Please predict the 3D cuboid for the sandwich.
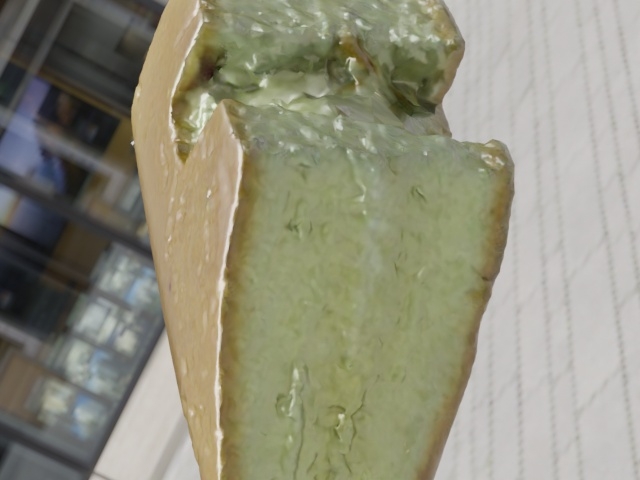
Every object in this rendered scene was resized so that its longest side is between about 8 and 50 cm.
[{"bbox_3d":[0.000,0.000,0.552,0.236,0.122,0.128,-106,34,-43],"label":"sandwich"}]
